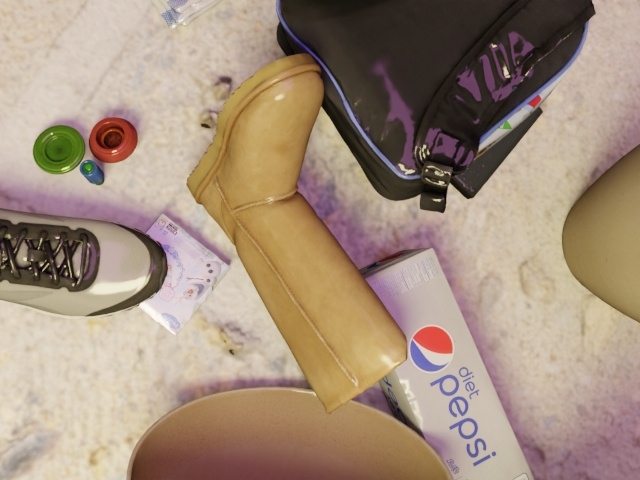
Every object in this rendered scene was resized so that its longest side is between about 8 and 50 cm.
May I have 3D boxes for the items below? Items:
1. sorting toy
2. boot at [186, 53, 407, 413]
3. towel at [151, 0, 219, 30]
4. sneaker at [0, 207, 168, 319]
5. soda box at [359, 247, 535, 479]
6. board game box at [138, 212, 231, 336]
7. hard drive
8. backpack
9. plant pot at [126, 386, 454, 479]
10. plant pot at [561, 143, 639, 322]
[{"bbox_3d":[-0.229,-0.085,0.790,0.102,0.042,0.061,-13,74,-2],"label":"sorting toy"},{"bbox_3d":[0.000,0.000,0.725,0.089,0.236,0.269,-26,77,-34],"label":"boot"},{"bbox_3d":[-0.154,-0.386,0.826,0.209,0.034,0.285,-38,96,-14],"label":"towel"},{"bbox_3d":[-0.278,0.018,0.726,0.271,0.108,0.100,7,85,-10],"label":"sneaker"},{"bbox_3d":[0.120,0.153,0.826,0.091,0.098,0.286,-24,92,-12],"label":"soda box"},{"bbox_3d":[-0.154,0.035,0.806,0.090,0.020,0.090,40,79,-9],"label":"board game box"},{"bbox_3d":[0.176,-0.127,0.896,0.094,0.022,0.135,42,78,-8],"label":"hard drive"},{"bbox_3d":[0.116,-0.194,0.783,0.263,0.213,0.276,-34,89,-3],"label":"backpack"},{"bbox_3d":[-0.033,0.287,0.713,0.284,0.284,0.191,2,109,-14],"label":"plant pot"},{"bbox_3d":[0.375,-0.005,0.808,0.256,0.274,0.257,1,86,-13],"label":"plant pot"}]
